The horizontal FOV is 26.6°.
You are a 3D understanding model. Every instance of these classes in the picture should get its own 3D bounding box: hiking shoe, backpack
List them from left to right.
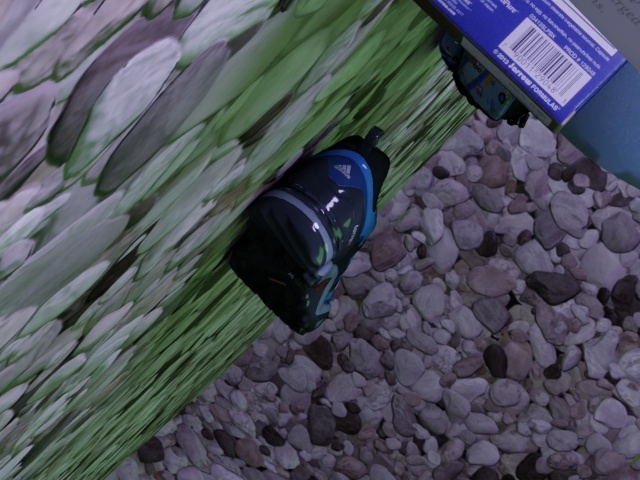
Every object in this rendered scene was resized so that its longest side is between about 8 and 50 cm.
[{"bbox_3d":[0.000,0.000,1.270,0.132,0.113,0.304,-43,177,-17],"label":"hiking shoe"},{"bbox_3d":[0.187,-0.185,1.240,0.158,0.117,0.173,-45,177,11],"label":"backpack"}]

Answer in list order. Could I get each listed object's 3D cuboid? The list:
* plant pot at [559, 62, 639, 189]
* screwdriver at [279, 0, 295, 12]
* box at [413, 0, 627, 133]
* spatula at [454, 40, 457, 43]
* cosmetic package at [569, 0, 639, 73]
[{"bbox_3d":[0.312,-0.185,1.015,0.290,0.290,0.195,-42,164,-42],"label":"plant pot"},{"bbox_3d":[0.014,-0.139,0.563,0.170,0.024,0.025,143,-35,-64],"label":"screwdriver"},{"bbox_3d":[0.185,-0.196,0.891,0.225,0.136,0.036,-45,173,-5],"label":"box"},{"bbox_3d":[0.204,-0.276,1.086,0.296,0.030,0.084,-46,178,10],"label":"spatula"},{"bbox_3d":[0.177,-0.201,0.599,0.183,0.151,0.151,-41,176,-37],"label":"cosmetic package"}]
